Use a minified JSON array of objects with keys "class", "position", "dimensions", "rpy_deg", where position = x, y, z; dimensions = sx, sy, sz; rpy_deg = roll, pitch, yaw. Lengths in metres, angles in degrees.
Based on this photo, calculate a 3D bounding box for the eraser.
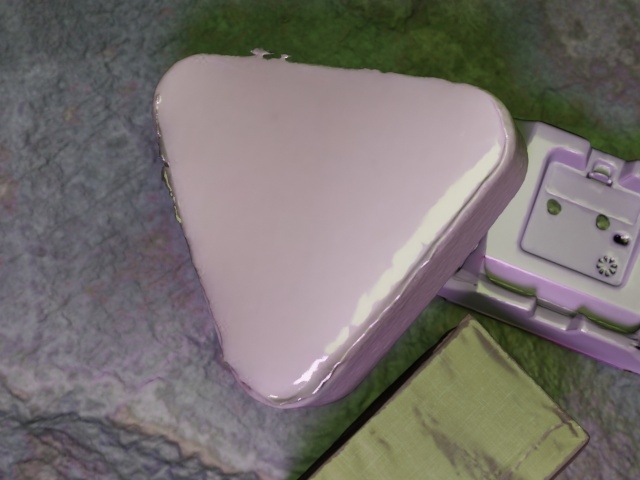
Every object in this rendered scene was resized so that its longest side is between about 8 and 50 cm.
[{"class":"eraser","position":[0.000,0.000,1.015],"dimensions":[0.331,0.150,0.331],"rpy_deg":[-2,81,15]}]

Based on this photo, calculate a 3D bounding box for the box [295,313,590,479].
[{"class":"box","position":[0.097,0.205,1.003],"dimensions":[0.155,0.149,0.231],"rpy_deg":[45,81,6]}]

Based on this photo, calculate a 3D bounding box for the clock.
[{"class":"clock","position":[0.241,0.002,1.081],"dimensions":[0.253,0.083,0.186],"rpy_deg":[21,79,2]}]
